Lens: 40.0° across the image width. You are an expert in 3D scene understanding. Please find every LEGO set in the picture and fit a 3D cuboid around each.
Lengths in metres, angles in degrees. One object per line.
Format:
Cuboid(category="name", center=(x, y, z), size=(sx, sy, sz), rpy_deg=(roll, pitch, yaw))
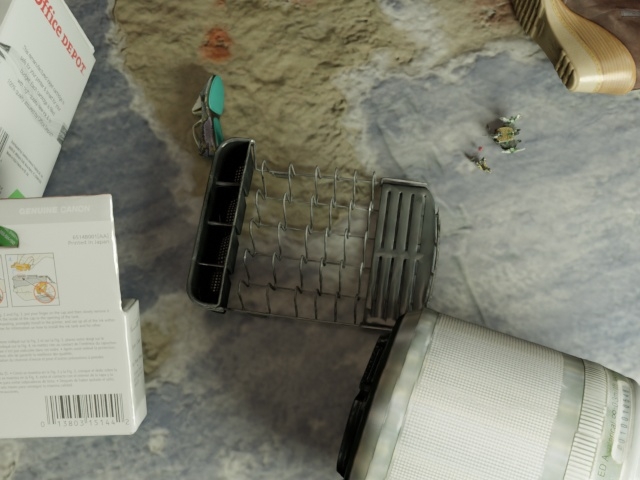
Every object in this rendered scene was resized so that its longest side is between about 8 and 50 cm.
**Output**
Cuboid(category="LEGO set", center=(0.217, -0.118, 1.065), size=(0.083, 0.023, 0.054), rpy_deg=(-35, 69, 5))

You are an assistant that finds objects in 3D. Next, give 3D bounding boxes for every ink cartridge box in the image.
Cuboid(category="ink cartridge box", center=(-0.346, 0.081, 0.941), size=(0.296, 0.066, 0.261), rpy_deg=(-2, 100, 3))
Cuboid(category="ink cartridge box", center=(-0.390, -0.156, 1.018), size=(0.122, 0.211, 0.289), rpy_deg=(12, 70, 10))

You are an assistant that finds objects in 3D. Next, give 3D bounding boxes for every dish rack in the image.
Cuboid(category="dish rack", center=(0.000, 0.000, 1.006), size=(0.272, 0.074, 0.208), rpy_deg=(7, 71, 6))

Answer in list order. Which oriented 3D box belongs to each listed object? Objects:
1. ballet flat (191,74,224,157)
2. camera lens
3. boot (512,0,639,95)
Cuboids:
Cuboid(category="ballet flat", center=(-0.141, -0.153, 1.092), size=(0.041, 0.041, 0.114), rpy_deg=(-5, 69, 2))
Cuboid(category="camera lens", center=(0.166, 0.200, 0.842), size=(0.274, 0.219, 0.219), rpy_deg=(17, 72, 10))
Cuboid(category="boot", center=(0.363, -0.293, 1.100), size=(0.207, 0.090, 0.248), rpy_deg=(-12, 68, -14))
